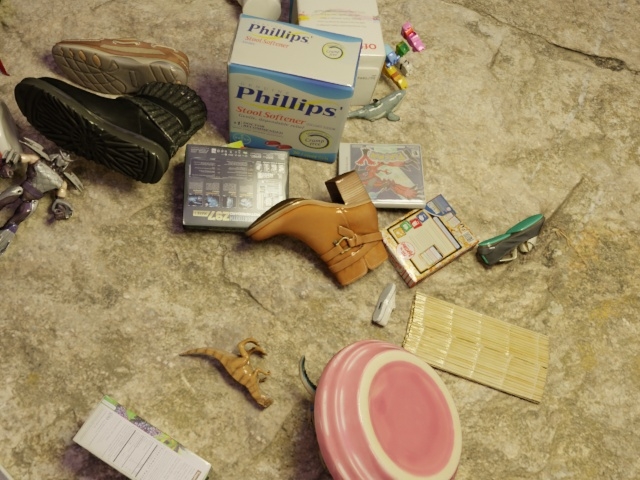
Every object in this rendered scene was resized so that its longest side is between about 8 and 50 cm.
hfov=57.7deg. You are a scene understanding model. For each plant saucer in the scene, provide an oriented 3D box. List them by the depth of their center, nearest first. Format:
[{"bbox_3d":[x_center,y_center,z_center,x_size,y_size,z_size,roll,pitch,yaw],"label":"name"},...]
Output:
[{"bbox_3d":[0.144,0.334,1.071,0.332,0.084,0.332,21,51,-29],"label":"plant saucer"}]

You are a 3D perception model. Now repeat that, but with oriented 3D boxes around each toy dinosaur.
[{"bbox_3d":[-0.169,0.245,1.162,0.212,0.064,0.112,37,68,10],"label":"toy dinosaur"}]

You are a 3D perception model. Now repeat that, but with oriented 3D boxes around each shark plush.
[{"bbox_3d":[0.135,-0.342,1.459,0.161,0.067,0.073,-8,68,-11],"label":"shark plush"}]

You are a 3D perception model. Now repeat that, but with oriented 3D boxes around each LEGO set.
[{"bbox_3d":[0.203,-0.435,1.446,0.087,0.227,0.093,-37,85,0],"label":"LEGO set"}]

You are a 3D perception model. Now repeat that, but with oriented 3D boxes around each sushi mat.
[{"bbox_3d":[0.339,0.230,1.258,0.317,0.019,0.151,19,64,1],"label":"sushi mat"}]

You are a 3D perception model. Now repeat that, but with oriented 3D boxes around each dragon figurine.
[{"bbox_3d":[0.054,0.350,1.130,0.144,0.085,0.289,-17,74,-16],"label":"dragon figurine"}]

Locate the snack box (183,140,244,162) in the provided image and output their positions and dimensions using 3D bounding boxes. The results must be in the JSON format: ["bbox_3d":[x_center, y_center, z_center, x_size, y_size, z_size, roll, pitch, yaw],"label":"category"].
[{"bbox_3d":[-0.234,-0.166,1.349,0.141,0.037,0.100,-18,70,-14],"label":"snack box"}]

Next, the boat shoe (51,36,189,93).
[{"bbox_3d":[-0.473,-0.428,1.400,0.325,0.123,0.116,12,53,-3],"label":"boat shoe"}]

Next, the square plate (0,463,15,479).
[{"bbox_3d":[-0.611,0.573,0.966,0.347,0.049,0.344,39,68,10],"label":"square plate"}]

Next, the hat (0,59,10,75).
[{"bbox_3d":[-0.852,-0.519,1.434,0.173,0.183,0.208,-3,25,-16],"label":"hat"}]

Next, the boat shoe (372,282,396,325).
[{"bbox_3d":[0.147,0.141,1.269,0.035,0.035,0.100,36,59,-21],"label":"boat shoe"}]

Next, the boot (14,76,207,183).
[{"bbox_3d":[-0.443,-0.288,1.271,0.348,0.131,0.260,30,45,-14],"label":"boot"}]

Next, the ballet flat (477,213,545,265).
[{"bbox_3d":[0.450,0.004,1.353,0.203,0.074,0.074,-25,71,-23],"label":"ballet flat"}]

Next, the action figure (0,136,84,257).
[{"bbox_3d":[-0.618,-0.088,1.213,0.285,0.099,0.185,-49,121,-12],"label":"action figure"}]

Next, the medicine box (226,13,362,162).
[{"bbox_3d":[-0.066,-0.330,1.305,0.264,0.289,0.149,10,65,-3],"label":"medicine box"}]

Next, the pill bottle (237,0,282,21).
[{"bbox_3d":[-0.164,-0.699,1.541,0.137,0.136,0.245,-4,67,-9],"label":"pill bottle"}]

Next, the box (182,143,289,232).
[{"bbox_3d":[-0.186,-0.112,1.290,0.233,0.059,0.183,2,79,-12],"label":"box"}]

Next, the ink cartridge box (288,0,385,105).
[{"bbox_3d":[0.032,-0.501,1.445,0.198,0.197,0.269,-1,67,-8],"label":"ink cartridge box"}]

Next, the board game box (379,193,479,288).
[{"bbox_3d":[0.243,-0.002,1.334,0.194,0.045,0.146,-29,73,-18],"label":"board game box"}]

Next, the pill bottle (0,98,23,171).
[{"bbox_3d":[-0.800,-0.198,1.222,0.284,0.161,0.161,-14,69,-13],"label":"pill bottle"}]

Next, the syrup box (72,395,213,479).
[{"bbox_3d":[-0.318,0.391,1.060,0.237,0.093,0.096,30,65,6],"label":"syrup box"}]

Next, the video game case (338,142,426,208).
[{"bbox_3d":[0.143,-0.156,1.377,0.202,0.023,0.183,2,58,0],"label":"video game case"}]

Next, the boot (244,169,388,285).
[{"bbox_3d":[0.000,0.000,1.252,0.284,0.109,0.220,-27,104,-18],"label":"boot"}]
